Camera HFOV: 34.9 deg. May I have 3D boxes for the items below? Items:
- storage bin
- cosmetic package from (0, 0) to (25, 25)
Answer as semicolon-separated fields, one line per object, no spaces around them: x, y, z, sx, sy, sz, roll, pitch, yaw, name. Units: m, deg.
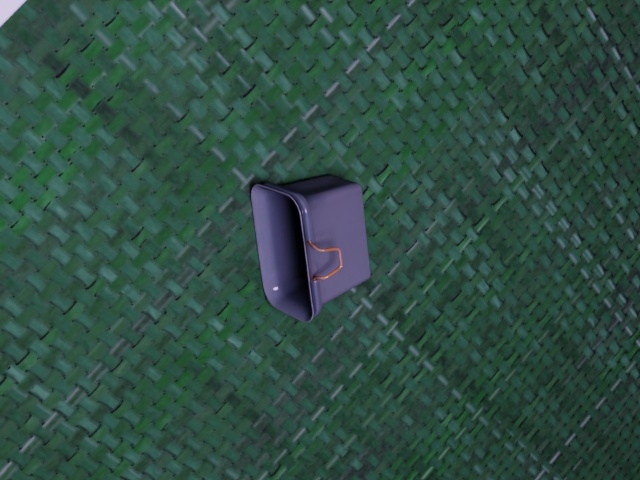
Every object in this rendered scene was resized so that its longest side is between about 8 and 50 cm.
0.000;0.000;1.010;0.091;0.098;0.135;-23;117;-32;storage bin
-0.174;-0.274;0.639;0.377;0.284;0.097;-40;123;13;cosmetic package
